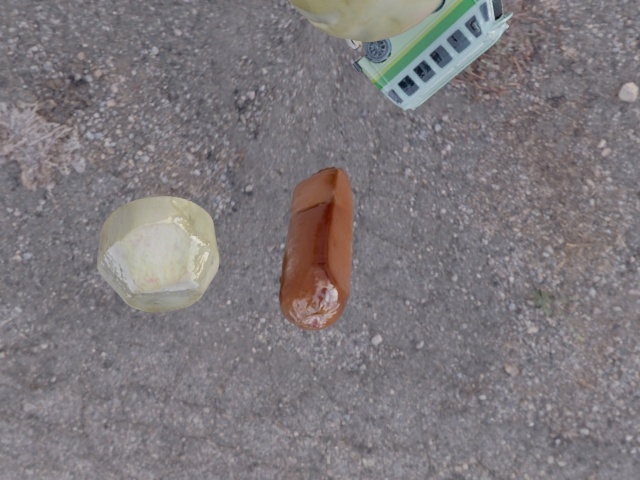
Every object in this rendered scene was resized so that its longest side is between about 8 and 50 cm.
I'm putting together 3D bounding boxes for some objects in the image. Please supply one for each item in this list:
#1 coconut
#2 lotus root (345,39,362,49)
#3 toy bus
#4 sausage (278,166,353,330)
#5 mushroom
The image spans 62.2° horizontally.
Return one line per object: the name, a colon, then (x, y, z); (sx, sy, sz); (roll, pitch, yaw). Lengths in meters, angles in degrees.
coconut: (-0.343, 0.015, 1.141); (0.259, 0.259, 0.259); (0, 114, 0)
lotus root: (0.090, -0.602, 1.559); (0.030, 0.037, 0.083); (-10, 112, 48)
toy bus: (0.214, -0.381, 0.987); (0.164, 0.133, 0.276); (49, 128, -8)
sausage: (-0.001, 0.000, 0.809); (0.097, 0.348, 0.094); (-22, 124, 21)
mushroom: (0.035, -0.222, 0.410); (0.148, 0.148, 0.112); (4, 71, -2)
